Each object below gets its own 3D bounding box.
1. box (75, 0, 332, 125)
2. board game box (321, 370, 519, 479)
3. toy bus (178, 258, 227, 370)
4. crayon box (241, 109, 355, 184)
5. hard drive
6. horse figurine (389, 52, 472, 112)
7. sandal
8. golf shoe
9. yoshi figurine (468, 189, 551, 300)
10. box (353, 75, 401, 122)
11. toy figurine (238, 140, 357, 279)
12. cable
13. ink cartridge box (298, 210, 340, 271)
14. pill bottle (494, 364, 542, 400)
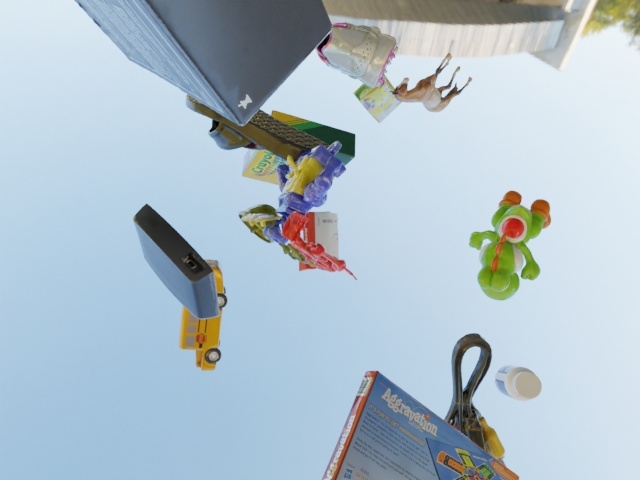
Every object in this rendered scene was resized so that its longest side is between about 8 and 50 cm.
[{"bbox_3d":[-0.182,-0.326,0.502,0.294,0.296,0.182,37,-98,33],"label":"box"},{"bbox_3d":[0.136,0.296,0.562,0.281,0.027,0.145,40,-121,-17],"label":"board game box"},{"bbox_3d":[-0.362,0.229,1.417,0.130,0.332,0.108,5,-169,-16],"label":"toy bus"},{"bbox_3d":[-0.092,-0.310,1.695,0.313,0.363,0.106,10,-110,-22],"label":"crayon box"},{"bbox_3d":[-0.314,0.050,0.989,0.054,0.172,0.255,-33,-122,-31],"label":"hard drive"},{"bbox_3d":[0.330,-0.432,1.308,0.263,0.174,0.066,5,-136,-55],"label":"horse figurine"},{"bbox_3d":[-0.172,-0.243,1.059,0.446,0.107,0.168,34,-152,33],"label":"sandal"},{"bbox_3d":[0.054,-0.392,0.921,0.140,0.115,0.306,17,-160,-15],"label":"golf shoe"},{"bbox_3d":[0.555,0.034,1.364,0.203,0.204,0.362,45,-122,-12],"label":"yoshi figurine"},{"bbox_3d":[0.172,-0.439,1.385,0.043,0.105,0.179,56,-164,27],"label":"box"},{"bbox_3d":[-0.015,-0.080,0.860,0.191,0.217,0.362,32,173,-16],"label":"toy figurine"},{"bbox_3d":[0.255,0.304,0.835,0.140,0.287,0.072,-9,-172,9],"label":"cable"},{"bbox_3d":[0.000,0.000,1.472,0.066,0.188,0.232,-1,-178,18],"label":"ink cartridge box"},{"bbox_3d":[0.667,0.480,1.542,0.112,0.186,0.111,-1,-102,5],"label":"pill bottle"}]
